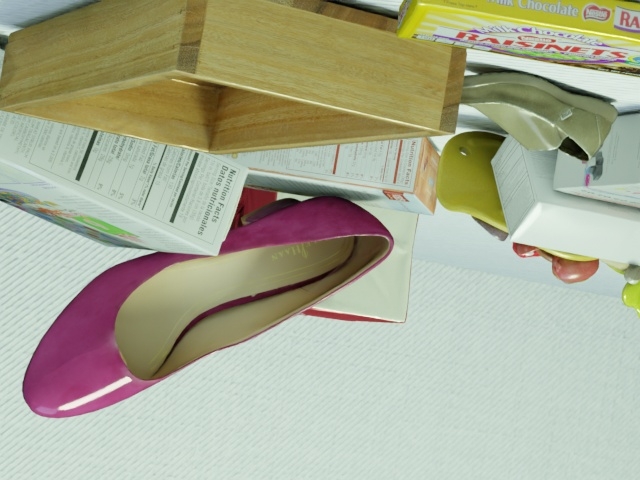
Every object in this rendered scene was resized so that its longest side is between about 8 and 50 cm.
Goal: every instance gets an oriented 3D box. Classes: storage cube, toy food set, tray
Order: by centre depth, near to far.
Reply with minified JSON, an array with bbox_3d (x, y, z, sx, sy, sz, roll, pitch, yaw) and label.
[{"bbox_3d":[-0.085,-0.123,1.275,0.203,0.076,0.411,10,177,-26],"label":"tray"},{"bbox_3d":[0.196,-0.014,1.566,0.218,0.071,0.128,26,-140,-3],"label":"toy food set"},{"bbox_3d":[0.000,0.000,2.086,0.215,0.184,0.193,10,176,-16],"label":"storage cube"}]

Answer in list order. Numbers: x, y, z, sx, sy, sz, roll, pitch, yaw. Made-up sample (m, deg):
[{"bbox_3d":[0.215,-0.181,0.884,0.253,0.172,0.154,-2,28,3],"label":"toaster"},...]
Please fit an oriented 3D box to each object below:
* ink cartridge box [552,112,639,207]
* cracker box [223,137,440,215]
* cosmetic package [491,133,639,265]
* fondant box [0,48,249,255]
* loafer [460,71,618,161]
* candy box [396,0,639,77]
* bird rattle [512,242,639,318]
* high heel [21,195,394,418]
[{"bbox_3d":[0.265,-0.063,1.417,0.104,0.061,0.181,11,176,-21],"label":"ink cartridge box"},{"bbox_3d":[0.000,-0.081,1.736,0.232,0.067,0.156,10,175,11],"label":"cracker box"},{"bbox_3d":[0.276,-0.031,1.524,0.239,0.099,0.060,11,137,-20],"label":"cosmetic package"},{"bbox_3d":[-0.269,-0.089,1.607,0.330,0.096,0.238,26,168,-30],"label":"fondant box"},{"bbox_3d":[0.162,-0.093,1.292,0.148,0.050,0.056,11,176,-27],"label":"loafer"},{"bbox_3d":[0.152,-0.125,1.024,0.206,0.027,0.105,9,173,-3],"label":"candy box"},{"bbox_3d":[0.281,-0.004,1.864,0.253,0.143,0.207,14,-169,-27],"label":"bird rattle"},{"bbox_3d":[-0.110,0.064,1.670,0.377,0.127,0.181,-37,-155,-22],"label":"high heel"}]
